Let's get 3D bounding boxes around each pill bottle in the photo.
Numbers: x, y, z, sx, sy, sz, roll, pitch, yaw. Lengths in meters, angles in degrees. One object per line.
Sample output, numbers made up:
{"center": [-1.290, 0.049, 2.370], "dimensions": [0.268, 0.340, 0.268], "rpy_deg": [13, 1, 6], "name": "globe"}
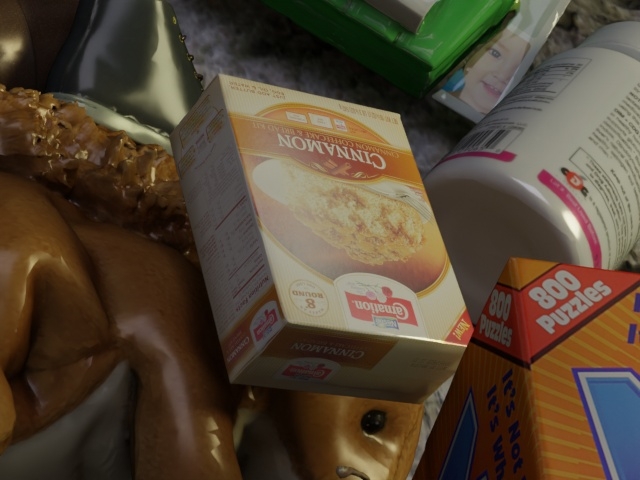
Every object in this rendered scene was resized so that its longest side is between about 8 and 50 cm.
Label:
{"center": [0.206, -0.060, 1.373], "dimensions": [0.160, 0.160, 0.283], "rpy_deg": [33, 48, 15], "name": "pill bottle"}

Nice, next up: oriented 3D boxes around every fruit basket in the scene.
{"center": [0.105, -0.325, 1.488], "dimensions": [0.327, 0.165, 0.353], "rpy_deg": [33, 85, 3], "name": "fruit basket"}

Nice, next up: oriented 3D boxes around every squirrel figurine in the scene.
{"center": [-0.117, 0.050, 1.108], "dimensions": [0.370, 0.281, 0.397], "rpy_deg": [1, 50, -24], "name": "squirrel figurine"}

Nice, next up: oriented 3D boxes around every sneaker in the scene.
{"center": [-0.108, -0.115, 1.308], "dimensions": [0.222, 0.083, 0.118], "rpy_deg": [25, 77, -42], "name": "sneaker"}

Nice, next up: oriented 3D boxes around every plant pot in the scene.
{"center": [-0.233, -0.156, 1.342], "dimensions": [0.165, 0.167, 0.167], "rpy_deg": [-17, 54, -38], "name": "plant pot"}

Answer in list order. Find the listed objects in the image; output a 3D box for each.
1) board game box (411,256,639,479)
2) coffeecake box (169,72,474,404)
{"center": [0.239, 0.275, 0.934], "dimensions": [0.356, 0.356, 0.356], "rpy_deg": [7, 47, -9], "name": "board game box"}
{"center": [0.000, 0.000, 1.018], "dimensions": [0.142, 0.068, 0.185], "rpy_deg": [10, 49, -34], "name": "coffeecake box"}
